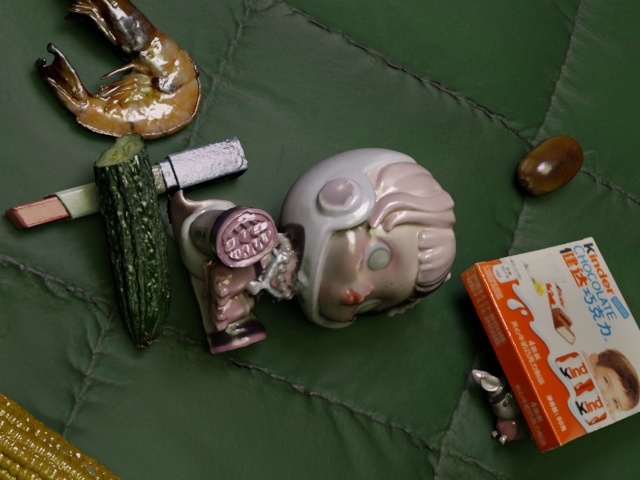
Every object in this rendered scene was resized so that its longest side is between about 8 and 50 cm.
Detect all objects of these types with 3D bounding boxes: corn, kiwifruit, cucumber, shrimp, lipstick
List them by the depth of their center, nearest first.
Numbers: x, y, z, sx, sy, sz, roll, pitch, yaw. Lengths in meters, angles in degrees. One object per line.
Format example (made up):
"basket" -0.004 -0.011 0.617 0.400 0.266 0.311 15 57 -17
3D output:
"corn" -0.314 0.274 1.110 0.313 0.102 0.102 38 66 -9
"cucumber" -0.226 0.003 1.201 0.077 0.077 0.265 -15 104 -25
"lipstick" -0.245 -0.067 1.249 0.312 0.051 0.051 -19 88 -24
"shrimp" -0.291 -0.245 1.271 0.289 0.075 0.178 47 67 -20
"kiwifruit" 0.357 -0.117 1.496 0.124 0.075 0.075 -31 90 -29

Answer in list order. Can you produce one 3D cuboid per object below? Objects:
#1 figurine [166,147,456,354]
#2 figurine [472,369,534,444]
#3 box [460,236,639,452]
"figurine" 0.002 -0.005 1.234 0.361 0.253 0.211 -9 64 -16
"figurine" 0.279 0.241 1.369 0.146 0.081 0.098 12 73 -19
"box" 0.359 0.140 1.393 0.265 0.048 0.273 -11 70 -37
